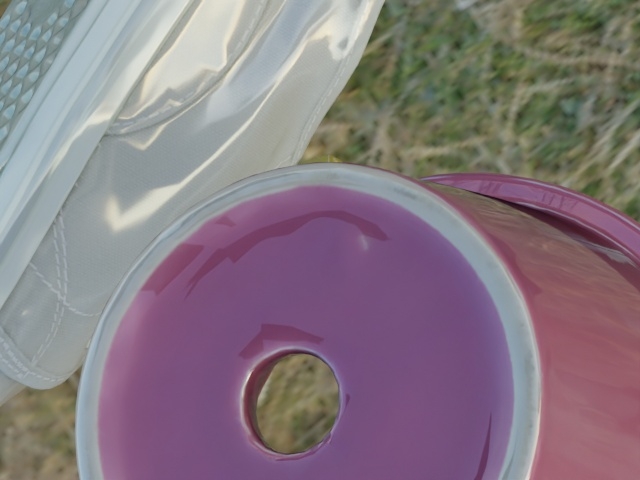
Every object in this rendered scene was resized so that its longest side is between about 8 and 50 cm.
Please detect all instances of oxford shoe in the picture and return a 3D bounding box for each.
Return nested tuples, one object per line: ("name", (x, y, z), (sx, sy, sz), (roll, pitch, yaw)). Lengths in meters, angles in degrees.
("oxford shoe", (-0.097, -0.017, 0.813), (0.130, 0.449, 0.169), (37, 178, -27))

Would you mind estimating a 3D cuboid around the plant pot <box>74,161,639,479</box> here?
("plant pot", (0.026, 0.064, 0.578), (0.201, 0.180, 0.201), (-6, 74, 20))

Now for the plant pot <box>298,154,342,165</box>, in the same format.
("plant pot", (0.000, 0.000, 1.161), (0.081, 0.081, 0.083), (34, 110, -14))
